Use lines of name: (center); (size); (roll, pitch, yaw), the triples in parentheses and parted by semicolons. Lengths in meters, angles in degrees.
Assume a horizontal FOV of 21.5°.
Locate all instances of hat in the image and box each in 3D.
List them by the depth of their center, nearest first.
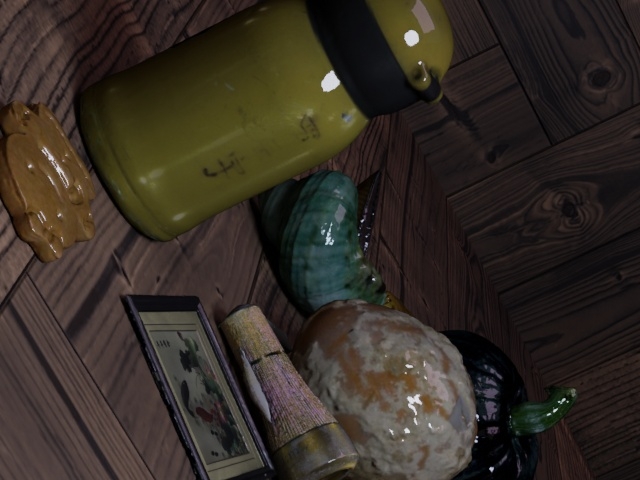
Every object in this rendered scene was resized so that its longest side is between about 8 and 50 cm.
hat: (0.023, -0.011, 2.272); (0.193, 0.082, 0.193); (12, 90, -84)

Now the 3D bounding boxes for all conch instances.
conch: (-0.001, 0.003, 2.028); (0.176, 0.122, 0.188); (87, -14, -65)

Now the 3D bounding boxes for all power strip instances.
power strip: (-0.053, 0.105, 1.839); (0.083, 0.017, 0.027); (43, 25, -58)

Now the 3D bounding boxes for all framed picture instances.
framed picture: (-0.109, 0.138, 1.556); (0.199, 0.010, 0.195); (66, 12, 8)

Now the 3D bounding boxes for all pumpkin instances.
pumpkin: (0.206, 0.227, 2.131); (0.248, 0.248, 0.248); (59, 13, -23)

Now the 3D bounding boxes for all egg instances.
egg: (0.064, 0.169, 1.798); (0.233, 0.195, 0.195); (52, 11, 5)

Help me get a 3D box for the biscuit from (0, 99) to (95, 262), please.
biscuit: (-0.230, -0.055, 1.410); (0.133, 0.027, 0.184); (65, 12, -5)

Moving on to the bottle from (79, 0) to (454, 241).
bottle: (-0.040, -0.145, 1.613); (0.171, 0.351, 0.171); (60, 12, -21)

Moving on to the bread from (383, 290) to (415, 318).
bread: (0.106, 0.147, 2.300); (0.128, 0.069, 0.140); (46, 20, -52)

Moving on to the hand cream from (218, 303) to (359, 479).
hand cream: (-0.039, 0.152, 1.680); (0.203, 0.084, 0.084); (63, 11, 18)
